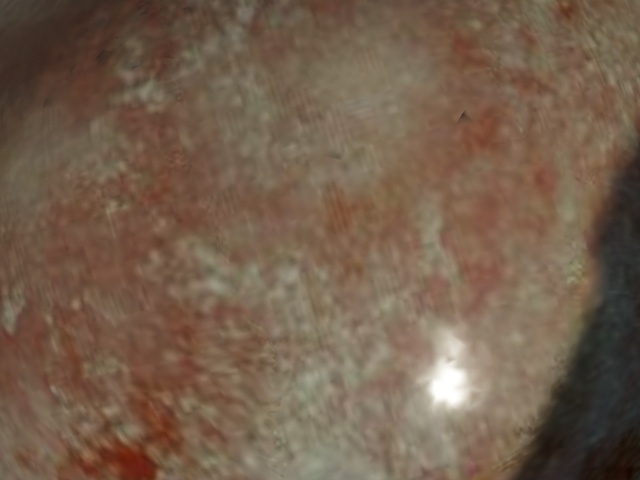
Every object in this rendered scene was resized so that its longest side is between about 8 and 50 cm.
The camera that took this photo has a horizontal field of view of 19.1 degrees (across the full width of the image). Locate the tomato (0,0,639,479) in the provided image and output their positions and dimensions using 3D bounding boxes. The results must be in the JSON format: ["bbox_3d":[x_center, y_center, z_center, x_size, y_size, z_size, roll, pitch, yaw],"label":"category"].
[{"bbox_3d":[0.000,0.000,0.684,0.317,0.282,0.316,-14,173,-2],"label":"tomato"}]
